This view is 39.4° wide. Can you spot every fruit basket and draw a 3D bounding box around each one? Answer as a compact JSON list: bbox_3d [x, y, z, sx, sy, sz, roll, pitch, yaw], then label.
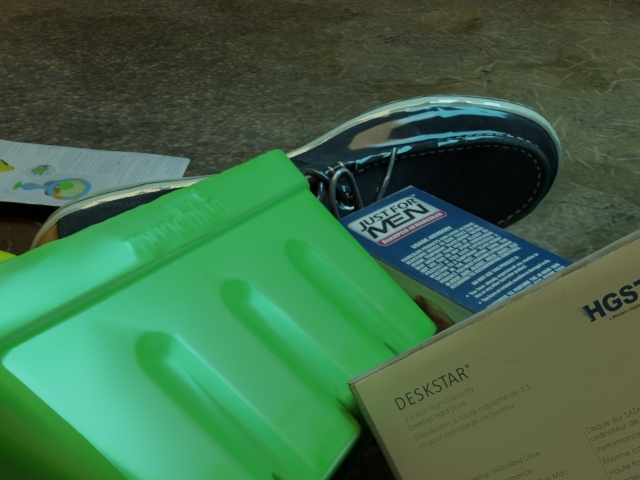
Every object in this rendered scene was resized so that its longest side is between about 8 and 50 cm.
[{"bbox_3d":[-0.163,0.082,0.537,0.392,0.283,0.392,22,25,-11],"label":"fruit basket"}]

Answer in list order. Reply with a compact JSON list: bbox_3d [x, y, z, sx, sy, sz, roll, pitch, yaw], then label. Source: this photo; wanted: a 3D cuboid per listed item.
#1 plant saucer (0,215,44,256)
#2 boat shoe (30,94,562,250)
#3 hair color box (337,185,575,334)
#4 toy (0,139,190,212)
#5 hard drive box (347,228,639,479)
[{"bbox_3d":[-0.330,0.018,0.890,0.169,0.029,0.168,1,32,0],"label":"plant saucer"},{"bbox_3d":[0.000,0.000,0.794,0.500,0.186,0.156,-14,35,-13],"label":"boat shoe"},{"bbox_3d":[0.152,0.111,0.615,0.105,0.173,0.347,-25,40,-35],"label":"hair color box"},{"bbox_3d":[-0.275,-0.054,0.985,0.237,0.056,0.137,8,33,0],"label":"toy"},{"bbox_3d":[0.150,0.127,0.431,0.181,0.232,0.089,-31,-10,28],"label":"hard drive box"}]
